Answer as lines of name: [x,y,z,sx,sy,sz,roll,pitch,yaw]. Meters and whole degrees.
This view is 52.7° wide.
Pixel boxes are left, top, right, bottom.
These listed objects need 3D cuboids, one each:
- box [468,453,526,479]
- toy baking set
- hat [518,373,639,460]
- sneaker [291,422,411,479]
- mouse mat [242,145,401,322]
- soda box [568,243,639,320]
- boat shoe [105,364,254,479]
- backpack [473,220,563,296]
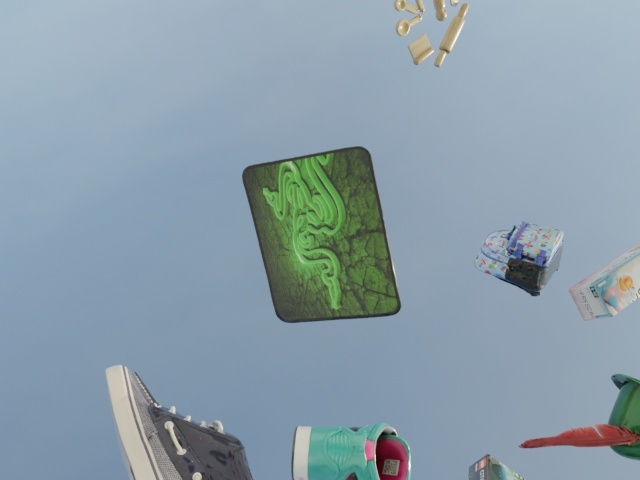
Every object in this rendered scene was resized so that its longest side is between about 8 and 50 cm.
box: [0.265,0.418,0.846,0.159,0.044,0.233,35,-149,-6]
toy baking set: [0.258,-0.520,1.437,0.030,0.197,0.256,23,-99,50]
hat: [0.455,0.316,0.954,0.183,0.173,0.208,-51,-137,-7]
sneaker: [0.060,0.375,1.074,0.178,0.295,0.123,1,-117,8]
mouse mat: [0.000,0.000,0.705,0.153,0.189,0.007,-7,-167,23]
soda box: [0.488,0.061,1.033,0.183,0.063,0.058,-27,-92,-25]
boat shoe: [-0.214,0.308,0.976,0.158,0.127,0.340,-14,-136,-24]
backpack: [0.442,0.027,1.457,0.173,0.116,0.158,20,-144,30]
